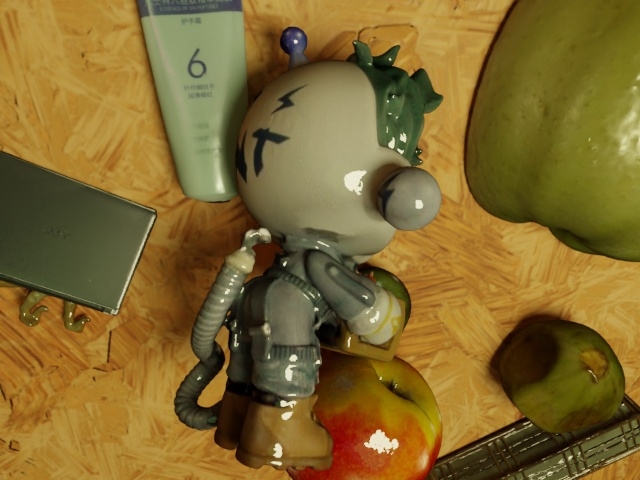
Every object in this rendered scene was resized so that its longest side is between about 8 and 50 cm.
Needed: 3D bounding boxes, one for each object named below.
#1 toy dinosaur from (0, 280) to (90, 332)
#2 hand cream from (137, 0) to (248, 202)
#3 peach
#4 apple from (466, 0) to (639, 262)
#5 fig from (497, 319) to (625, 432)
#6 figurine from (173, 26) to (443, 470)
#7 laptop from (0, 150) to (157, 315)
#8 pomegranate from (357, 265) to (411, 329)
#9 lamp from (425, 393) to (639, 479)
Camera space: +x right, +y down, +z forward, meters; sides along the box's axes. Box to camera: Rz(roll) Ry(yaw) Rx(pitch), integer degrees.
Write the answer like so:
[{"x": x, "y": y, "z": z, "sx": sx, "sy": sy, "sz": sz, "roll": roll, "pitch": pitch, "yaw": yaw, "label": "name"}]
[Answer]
[{"x": -0.301, "y": 0.035, "z": 0.578, "sx": 0.162, "sy": 0.039, "sz": 0.126, "roll": 29, "pitch": 94, "yaw": -16, "label": "toy dinosaur"}, {"x": -0.123, "y": -0.195, "z": 0.511, "sx": 0.110, "sy": 0.067, "sz": 0.320, "roll": -6, "pitch": 105, "yaw": -5, "label": "hand cream"}, {"x": 0.045, "y": 0.231, "z": 0.629, "sx": 0.190, "sy": 0.190, "sz": 0.192, "roll": 23, "pitch": 125, "yaw": -17, "label": "peach"}, {"x": 0.368, "y": -0.141, "z": 0.582, "sx": 0.320, "sy": 0.312, "sz": 0.360, "roll": 36, "pitch": 106, "yaw": 26, "label": "apple"}, {"x": 0.317, "y": 0.173, "z": 0.672, "sx": 0.144, "sy": 0.154, "sz": 0.165, "roll": -54, "pitch": 156, "yaw": -26, "label": "fig"}, {"x": 0.004, "y": 0.000, "z": 0.474, "sx": 0.186, "sy": 0.261, "sz": 0.381, "roll": 16, "pitch": 78, "yaw": -41, "label": "figurine"}, {"x": -0.285, "y": -0.006, "z": 0.552, "sx": 0.180, "sy": 0.016, "sz": 0.129, "roll": 22, "pitch": 85, "yaw": -17, "label": "laptop"}, {"x": 0.041, "y": 0.067, "z": 0.612, "sx": 0.115, "sy": 0.114, "sz": 0.142, "roll": -40, "pitch": 83, "yaw": 8, "label": "pomegranate"}, {"x": 0.315, "y": 0.324, "z": 0.762, "sx": 0.326, "sy": 0.090, "sz": 0.089, "roll": -26, "pitch": 114, "yaw": 3, "label": "lamp"}]
